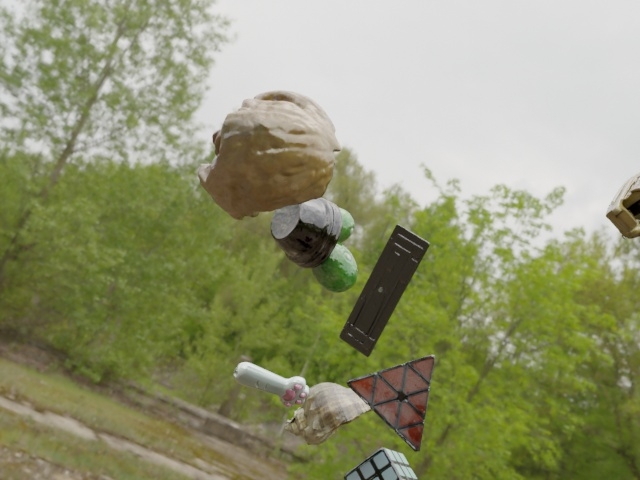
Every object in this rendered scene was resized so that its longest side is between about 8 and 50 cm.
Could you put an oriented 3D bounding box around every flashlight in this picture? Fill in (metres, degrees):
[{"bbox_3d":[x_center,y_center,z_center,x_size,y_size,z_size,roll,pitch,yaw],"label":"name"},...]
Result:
[{"bbox_3d":[-0.126,0.365,1.849,0.200,0.093,0.047,24,27,-13],"label":"flashlight"}]

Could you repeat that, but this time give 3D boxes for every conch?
[{"bbox_3d":[0.021,0.492,2.152,0.159,0.291,0.210,60,1,19],"label":"conch"}]

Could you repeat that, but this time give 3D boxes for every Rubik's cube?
[{"bbox_3d":[0.194,0.736,2.178,0.162,0.160,0.163,36,19,-55],"label":"Rubik's cube"},{"bbox_3d":[0.204,0.358,1.615,0.211,0.190,0.178,-18,-9,25],"label":"Rubik's cube"}]

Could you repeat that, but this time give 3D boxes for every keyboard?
[{"bbox_3d":[0.096,0.078,1.112,0.061,0.204,0.013,33,16,25],"label":"keyboard"}]

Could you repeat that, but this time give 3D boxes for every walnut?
[{"bbox_3d":[-0.088,-0.140,1.186,0.204,0.238,0.141,35,4,26],"label":"walnut"}]

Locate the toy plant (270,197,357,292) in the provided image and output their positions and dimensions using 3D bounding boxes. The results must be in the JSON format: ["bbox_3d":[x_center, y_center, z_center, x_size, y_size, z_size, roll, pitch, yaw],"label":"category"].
[{"bbox_3d":[0.000,0.000,1.757,0.235,0.218,0.175,28,-33,-34],"label":"toy plant"}]

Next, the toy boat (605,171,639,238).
[{"bbox_3d":[0.527,-0.071,1.190,0.068,0.226,0.088,48,-50,6],"label":"toy boat"}]
